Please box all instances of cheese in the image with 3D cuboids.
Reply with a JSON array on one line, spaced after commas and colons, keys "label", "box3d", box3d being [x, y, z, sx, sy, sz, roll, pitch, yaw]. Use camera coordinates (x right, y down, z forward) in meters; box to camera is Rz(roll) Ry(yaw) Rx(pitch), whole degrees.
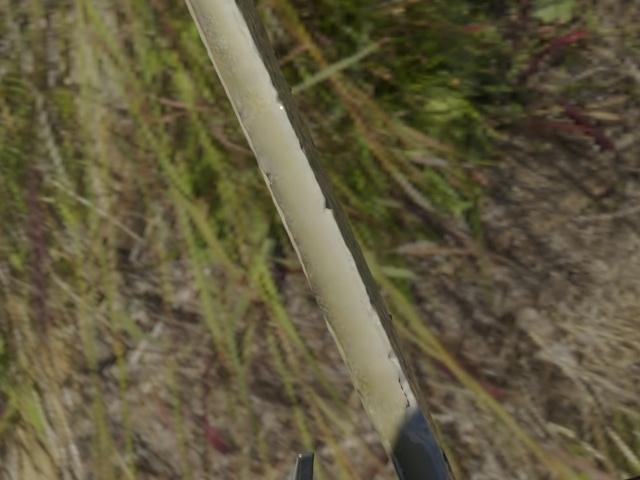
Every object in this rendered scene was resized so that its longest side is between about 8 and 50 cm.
[{"label": "cheese", "box3d": [0.002, -0.001, 0.932, 0.034, 0.085, 0.400, -24, 88, 3]}]

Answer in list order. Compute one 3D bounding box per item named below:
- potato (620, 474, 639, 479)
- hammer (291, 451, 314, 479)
[{"label": "potato", "box3d": [0.080, 0.243, 0.440, 0.301, 0.237, 0.289, -6, 111, -1]}, {"label": "hammer", "box3d": [0.023, 0.209, 1.025, 0.013, 0.199, 0.062, -8, 127, -23]}]
